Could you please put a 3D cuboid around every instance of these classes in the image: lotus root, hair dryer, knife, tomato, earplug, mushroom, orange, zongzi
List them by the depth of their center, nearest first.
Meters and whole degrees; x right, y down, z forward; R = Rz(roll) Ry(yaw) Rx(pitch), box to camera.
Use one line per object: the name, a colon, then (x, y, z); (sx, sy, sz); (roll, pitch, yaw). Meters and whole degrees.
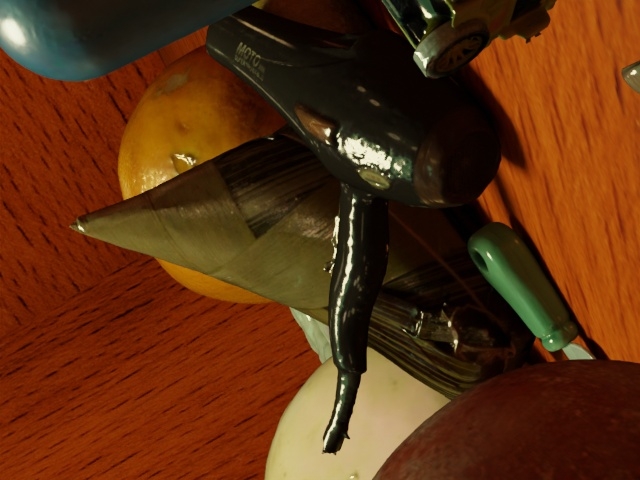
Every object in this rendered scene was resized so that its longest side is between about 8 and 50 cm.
tomato: (0.148, 0.222, 1.020); (0.282, 0.317, 0.316); (31, 156, 41)
earplug: (-0.072, -0.187, 1.033); (0.132, 0.273, 0.132); (60, 175, 8)
knife: (0.203, 0.092, 1.353); (0.260, 0.034, 0.063); (52, 164, 7)
hair dryer: (0.000, 0.000, 1.369); (0.304, 0.120, 0.359); (28, 121, 42)
lotus root: (0.009, -0.152, 1.461); (0.192, 0.088, 0.113); (56, -172, 24)
zongzi: (-0.009, 0.040, 1.484); (0.289, 0.317, 0.154); (57, 157, 25)
mushroom: (0.095, 0.268, 1.659); (0.353, 0.325, 0.353); (51, 169, 14)
orange: (-0.068, -0.070, 1.727); (0.261, 0.261, 0.261); (59, 174, 9)

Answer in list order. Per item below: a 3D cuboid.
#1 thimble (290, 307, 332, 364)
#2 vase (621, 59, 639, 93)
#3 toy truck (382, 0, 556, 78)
thimble: (0.034, 0.039, 1.919); (0.237, 0.150, 0.237); (58, 173, 11)
vase: (0.172, -0.040, 0.775); (0.100, 0.053, 0.053); (63, 174, 0)
toy truck: (0.076, -0.157, 0.719); (0.085, 0.116, 0.191); (58, 165, 21)
